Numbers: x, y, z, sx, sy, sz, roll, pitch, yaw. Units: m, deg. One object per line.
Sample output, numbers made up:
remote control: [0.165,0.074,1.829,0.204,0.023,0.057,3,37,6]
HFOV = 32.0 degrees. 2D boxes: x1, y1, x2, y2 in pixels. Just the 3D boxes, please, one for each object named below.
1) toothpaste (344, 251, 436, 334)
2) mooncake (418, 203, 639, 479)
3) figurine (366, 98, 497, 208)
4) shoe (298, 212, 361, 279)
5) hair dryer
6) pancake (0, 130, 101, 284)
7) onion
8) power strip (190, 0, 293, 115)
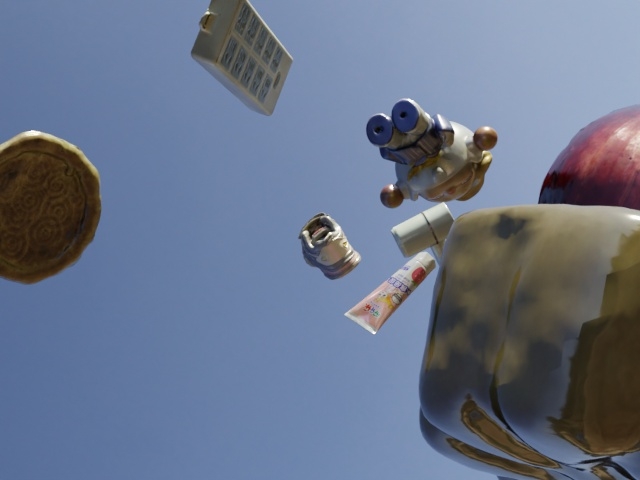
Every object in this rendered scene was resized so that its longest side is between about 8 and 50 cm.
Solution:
toothpaste: [0.129,0.090,1.969,0.194,0.067,0.043,-41,-30,-30]
mooncake: [0.255,0.121,0.878,0.378,0.378,0.201,39,-116,-54]
figurine: [0.149,-0.131,1.689,0.274,0.133,0.194,6,-40,-44]
shoe: [0.000,0.000,2.084,0.089,0.180,0.092,-37,-56,-4]
hair dryer: [0.159,0.024,1.507,0.082,0.047,0.137,-28,-69,2]
pancake: [-0.425,-0.047,1.659,0.211,0.029,0.235,-12,-68,-30]
onion: [0.418,0.001,1.256,0.341,0.341,0.341,-30,-49,-41]
power strip: [-0.107,-0.268,1.642,0.367,0.043,0.106,28,-97,-78]
